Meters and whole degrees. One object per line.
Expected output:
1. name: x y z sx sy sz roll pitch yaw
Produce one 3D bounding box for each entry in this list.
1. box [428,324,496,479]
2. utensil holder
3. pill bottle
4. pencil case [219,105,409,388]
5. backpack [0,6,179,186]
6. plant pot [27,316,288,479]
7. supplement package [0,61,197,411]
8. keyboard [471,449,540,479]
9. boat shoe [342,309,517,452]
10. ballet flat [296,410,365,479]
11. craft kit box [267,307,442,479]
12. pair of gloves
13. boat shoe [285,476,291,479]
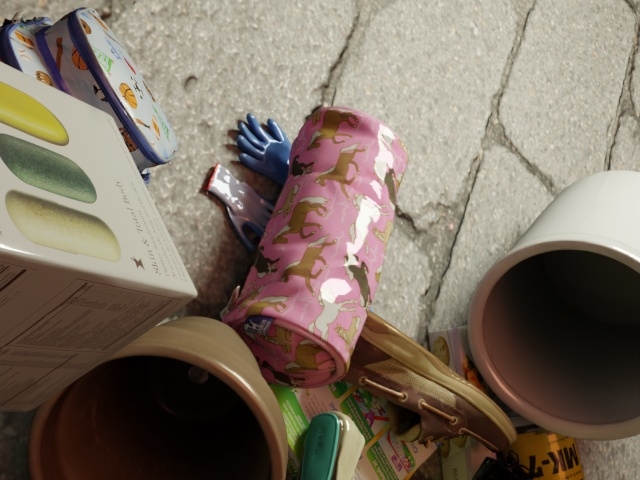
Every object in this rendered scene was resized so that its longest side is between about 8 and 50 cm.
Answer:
1. box: 0.227 0.297 1.437 0.063 0.067 0.324 7 73 -41
2. utensil holder: 0.454 0.085 1.488 0.385 0.327 0.327 -37 102 -56
3. pill bottle: 0.365 0.378 1.497 0.119 0.119 0.208 -10 83 -42
4. pencil case: 0.000 0.000 1.230 0.167 0.160 0.386 39 52 -26
5. backpack: -0.280 -0.116 0.973 0.276 0.213 0.263 54 14 -15
6. plant pot: -0.155 0.194 1.012 0.263 0.263 0.229 59 12 -11
7. supplement package: -0.270 -0.003 0.699 0.199 0.198 0.263 61 15 20
8. keyboard: 0.282 0.376 1.388 0.100 0.038 0.192 -51 128 -6
9. boat shoe: 0.141 0.227 1.297 0.342 0.123 0.123 39 85 -32
10. ballet flat: 0.000 0.337 1.155 0.086 0.086 0.248 38 56 -26
11. craft kit box: 0.037 0.254 1.294 0.246 0.061 0.250 -36 101 -44
12. pair of gloves: -0.081 -0.079 1.312 0.159 0.023 0.198 41 53 -24
13. boat shoe: -0.057 0.324 1.195 0.125 0.038 0.046 48 50 -14
